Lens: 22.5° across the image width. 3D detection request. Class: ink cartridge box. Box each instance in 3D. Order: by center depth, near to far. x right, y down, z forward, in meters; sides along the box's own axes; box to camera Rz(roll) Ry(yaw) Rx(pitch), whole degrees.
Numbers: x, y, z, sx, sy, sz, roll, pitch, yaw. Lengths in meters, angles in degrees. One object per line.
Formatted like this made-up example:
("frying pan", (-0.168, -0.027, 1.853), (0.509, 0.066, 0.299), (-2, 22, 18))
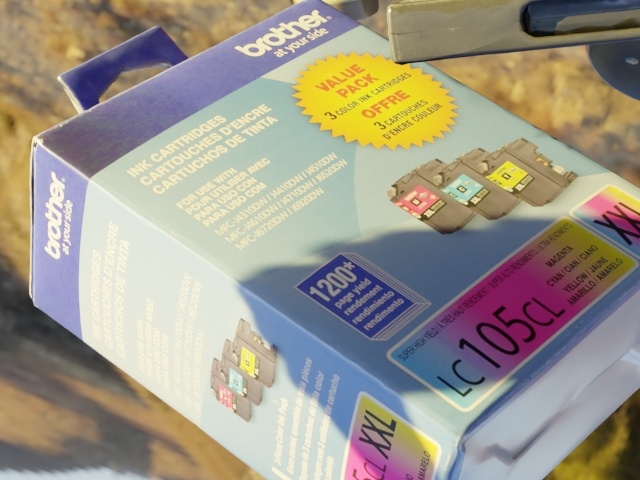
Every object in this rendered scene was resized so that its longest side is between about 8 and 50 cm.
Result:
("ink cartridge box", (0.000, 0.000, 1.032), (0.395, 0.270, 0.151), (32, 135, 26))

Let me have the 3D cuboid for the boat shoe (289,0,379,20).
("boat shoe", (-0.019, -0.315, 1.636), (0.110, 0.104, 0.307), (-16, -151, -20))

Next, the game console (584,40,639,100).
("game console", (0.404, -0.147, 1.091), (0.386, 0.060, 0.342), (18, 156, -6))

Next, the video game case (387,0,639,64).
("video game case", (0.175, -0.128, 0.863), (0.248, 0.035, 0.275), (-4, -172, 10))
